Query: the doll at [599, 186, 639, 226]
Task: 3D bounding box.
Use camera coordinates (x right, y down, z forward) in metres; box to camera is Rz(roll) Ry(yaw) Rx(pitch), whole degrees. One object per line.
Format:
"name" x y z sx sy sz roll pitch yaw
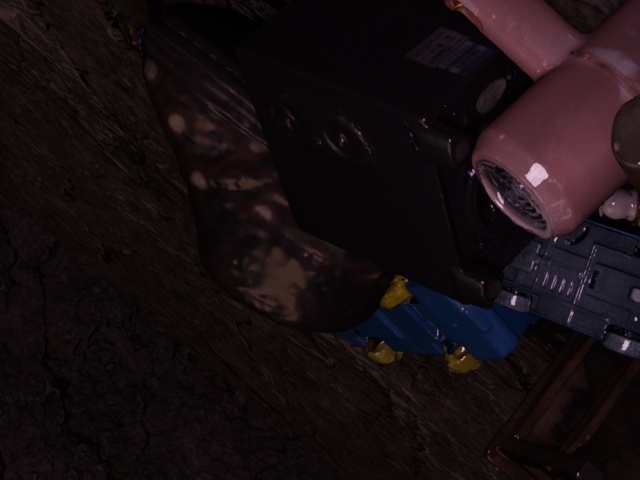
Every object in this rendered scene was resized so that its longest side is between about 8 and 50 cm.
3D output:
"doll" 0.281 -0.035 1.456 0.058 0.040 0.085 9 -176 -5

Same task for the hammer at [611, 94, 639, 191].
"hammer" 0.266 -0.021 1.132 0.044 0.168 0.440 -7 164 19

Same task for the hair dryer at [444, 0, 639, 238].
"hair dryer" 0.125 -0.174 1.200 0.344 0.189 0.106 45 167 14

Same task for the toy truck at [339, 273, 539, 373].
"toy truck" 0.109 0.048 1.832 0.161 0.162 0.385 44 161 -19

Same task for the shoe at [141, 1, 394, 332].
"shoe" -0.067 -0.073 1.678 0.384 0.171 0.237 41 121 14

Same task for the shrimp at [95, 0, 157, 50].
"shrimp" -0.281 -0.334 1.813 0.222 0.054 0.290 26 156 33

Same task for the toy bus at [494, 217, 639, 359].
"toy bus" 0.283 0.043 1.501 0.134 0.113 0.246 16 -176 -45

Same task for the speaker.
"speaker" 0.088 -0.096 1.392 0.254 0.184 0.232 26 148 38

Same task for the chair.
"chair" 0.308 0.213 1.717 0.203 0.240 0.416 39 163 -13
